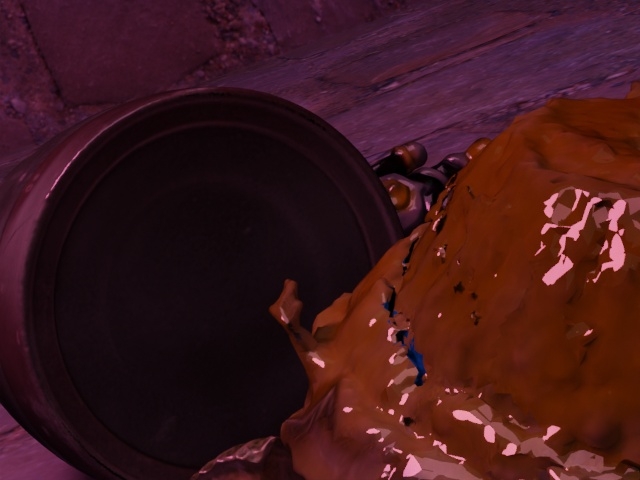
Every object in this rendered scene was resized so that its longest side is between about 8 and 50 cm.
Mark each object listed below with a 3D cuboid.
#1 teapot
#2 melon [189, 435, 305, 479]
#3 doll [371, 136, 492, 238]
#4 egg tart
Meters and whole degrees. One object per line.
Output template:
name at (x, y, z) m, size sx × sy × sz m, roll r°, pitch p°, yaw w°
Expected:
teapot at (-0.073, 0.034, 1.168) m, size 0.315 × 0.233 × 0.312 m, roll 8°, pitch -2°, yaw -23°
melon at (-0.014, 0.143, 0.819) m, size 0.202 × 0.139 × 0.093 m, roll -22°, pitch 35°, yaw -24°
doll at (0.002, 0.002, 1.399) m, size 0.316 × 0.145 × 0.103 m, roll -17°, pitch -21°, yaw -17°
egg tart at (0.172, 0.035, 0.752) m, size 0.388 × 0.169 × 0.388 m, roll 0°, pitch 17°, yaw 0°
